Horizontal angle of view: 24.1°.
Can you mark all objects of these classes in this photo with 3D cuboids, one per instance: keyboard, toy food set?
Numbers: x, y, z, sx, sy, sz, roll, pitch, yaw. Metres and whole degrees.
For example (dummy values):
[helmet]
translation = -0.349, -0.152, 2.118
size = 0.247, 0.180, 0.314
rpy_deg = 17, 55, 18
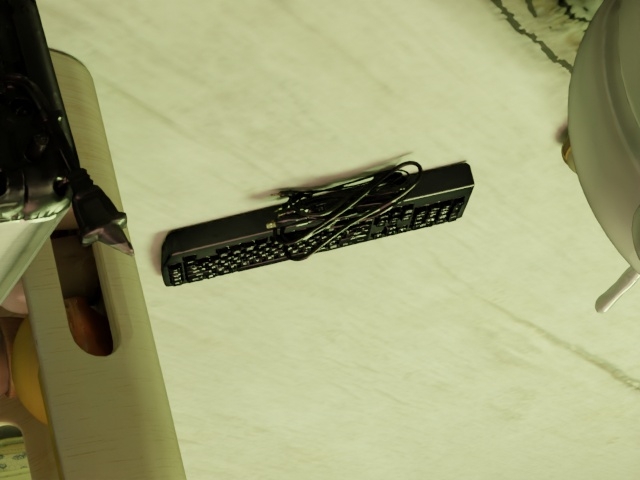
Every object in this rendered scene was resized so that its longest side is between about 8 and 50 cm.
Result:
[keyboard]
translation = 0.000, 0.000, 0.891
size = 0.192, 0.038, 0.100
rpy_deg = -14, 158, -7
[toy food set]
translation = -0.146, 0.078, 0.733
size = 0.092, 0.219, 0.306
rpy_deg = -8, 157, -20

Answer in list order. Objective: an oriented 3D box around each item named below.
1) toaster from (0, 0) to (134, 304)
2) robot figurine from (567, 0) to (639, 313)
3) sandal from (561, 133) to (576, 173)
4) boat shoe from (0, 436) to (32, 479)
[toaster]
translation = -0.173, -0.047, 0.465
size = 0.168, 0.185, 0.110
rpy_deg = -3, 150, -32
[robot figurine]
translation = 0.242, -0.084, 0.640
size = 0.300, 0.200, 0.353
rpy_deg = -35, 173, -39
[sandal]
translation = 0.218, -0.073, 0.850
size = 0.180, 0.049, 0.072
rpy_deg = -32, 153, 35
[boat shoe]
translation = -0.236, 0.183, 1.122
size = 0.285, 0.089, 0.104
rpy_deg = 1, 126, -42
